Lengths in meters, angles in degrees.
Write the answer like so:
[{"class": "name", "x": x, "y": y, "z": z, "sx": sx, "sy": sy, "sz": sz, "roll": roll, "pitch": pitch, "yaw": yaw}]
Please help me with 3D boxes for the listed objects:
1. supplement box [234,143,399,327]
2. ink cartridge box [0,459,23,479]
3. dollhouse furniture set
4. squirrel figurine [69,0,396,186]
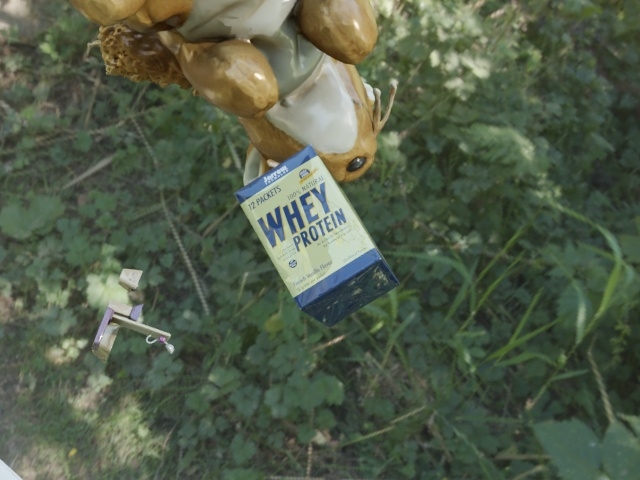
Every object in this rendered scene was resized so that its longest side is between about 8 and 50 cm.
[{"class": "supplement box", "x": 0.000, "y": 0.000, "z": 0.539, "sx": 0.056, "sy": 0.083, "sz": 0.083, "roll": -32, "pitch": 72, "yaw": 4}, {"class": "ink cartridge box", "x": -0.325, "y": 0.258, "z": 0.766, "sx": 0.127, "sy": 0.176, "sz": 0.128, "roll": 36, "pitch": 60, "yaw": 11}, {"class": "dollhouse furniture set", "x": -0.200, "y": 0.098, "z": 0.962, "sx": 0.081, "sy": 0.114, "sz": 0.091, "roll": 21, "pitch": 65, "yaw": -10}, {"class": "squirrel figurine", "x": -0.084, "y": -0.232, "z": 0.904, "sx": 0.281, "sy": 0.370, "sz": 0.397, "roll": -44, "pitch": 44, "yaw": -8}]
